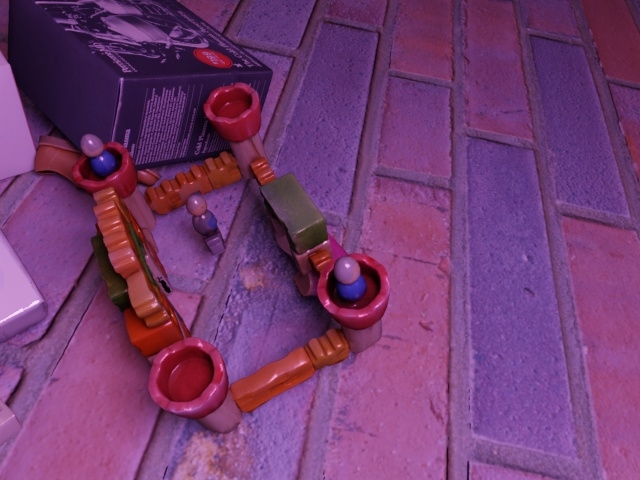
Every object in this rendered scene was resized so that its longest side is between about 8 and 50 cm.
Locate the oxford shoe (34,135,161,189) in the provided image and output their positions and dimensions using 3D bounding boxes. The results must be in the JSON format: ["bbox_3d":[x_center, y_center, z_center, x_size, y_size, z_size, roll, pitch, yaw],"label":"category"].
[{"bbox_3d":[-0.386,-0.118,0.988,0.213,0.076,0.075,12,79,-4],"label":"oxford shoe"}]

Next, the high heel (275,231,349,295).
[{"bbox_3d":[0.000,0.000,0.942,0.117,0.082,0.244,6,37,-29],"label":"high heel"}]

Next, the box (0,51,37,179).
[{"bbox_3d":[-0.644,-0.278,0.971,0.168,0.215,0.345,-25,58,-28],"label":"box"}]

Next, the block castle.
[{"bbox_3d":[-0.138,-0.004,0.770,0.303,0.212,0.453,-27,57,-9],"label":"block castle"}]

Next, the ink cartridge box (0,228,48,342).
[{"bbox_3d":[-0.598,0.058,0.697,0.385,0.091,0.308,-32,81,-30],"label":"ink cartridge box"}]

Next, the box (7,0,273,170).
[{"bbox_3d":[-0.324,-0.300,1.020,0.343,0.178,0.313,40,38,23],"label":"box"}]

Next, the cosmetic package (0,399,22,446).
[{"bbox_3d":[-0.430,0.208,0.698,0.115,0.041,0.060,35,51,19],"label":"cosmetic package"}]
